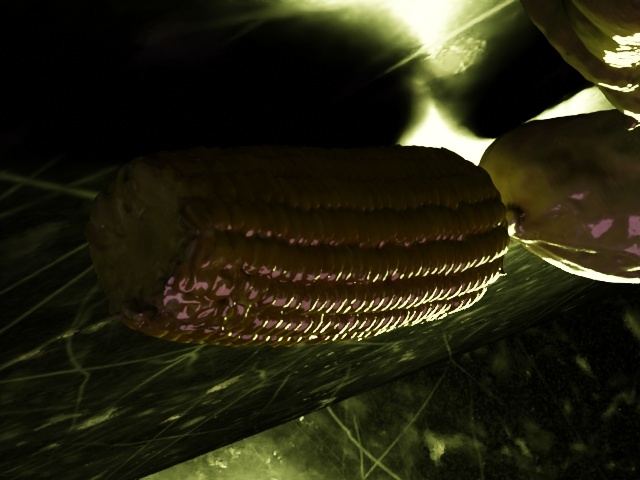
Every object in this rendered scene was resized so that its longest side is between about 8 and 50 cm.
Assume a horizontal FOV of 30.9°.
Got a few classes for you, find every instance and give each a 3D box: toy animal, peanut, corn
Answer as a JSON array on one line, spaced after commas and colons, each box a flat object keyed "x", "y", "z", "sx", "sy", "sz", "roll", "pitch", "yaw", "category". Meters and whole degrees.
[{"x": 0.150, "y": -0.120, "z": 0.573, "sx": 0.103, "sy": 0.101, "sz": 0.219, "roll": -26, "pitch": 167, "yaw": 4, "category": "toy animal"}, {"x": 0.271, "y": -0.055, "z": 0.928, "sx": 0.291, "sy": 0.159, "sz": 0.143, "roll": -23, "pitch": -167, "yaw": -7, "category": "peanut"}, {"x": 0.000, "y": 0.000, "z": 0.736, "sx": 0.131, "sy": 0.131, "sz": 0.344, "roll": -33, "pitch": 162, "yaw": 35, "category": "corn"}]
